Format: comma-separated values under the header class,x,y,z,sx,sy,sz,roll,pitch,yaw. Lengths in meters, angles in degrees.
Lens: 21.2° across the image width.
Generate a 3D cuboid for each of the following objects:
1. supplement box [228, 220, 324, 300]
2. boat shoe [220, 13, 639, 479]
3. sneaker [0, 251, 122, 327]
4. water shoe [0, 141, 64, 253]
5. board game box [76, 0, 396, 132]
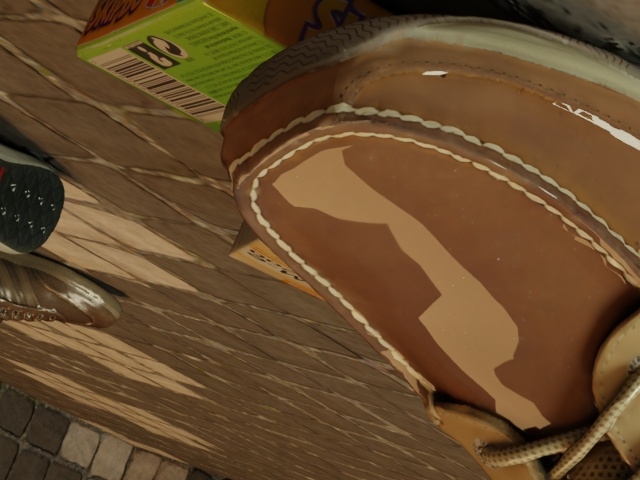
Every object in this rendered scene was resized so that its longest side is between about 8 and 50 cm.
class,x,y,z,sx,sy,sz,roll,pitch,yaw
supplement box,0.000,0.000,0.804,0.062,0.036,0.098,26,168,-10
boat shoe,0.105,0.048,0.526,0.324,0.116,0.123,31,135,-27
sneaker,-0.253,0.040,1.359,0.188,0.071,0.066,26,168,-12
water shoe,-0.217,-0.044,0.926,0.080,0.073,0.203,20,167,25
board game box,0.049,-0.026,0.606,0.259,0.039,0.124,30,166,-22
